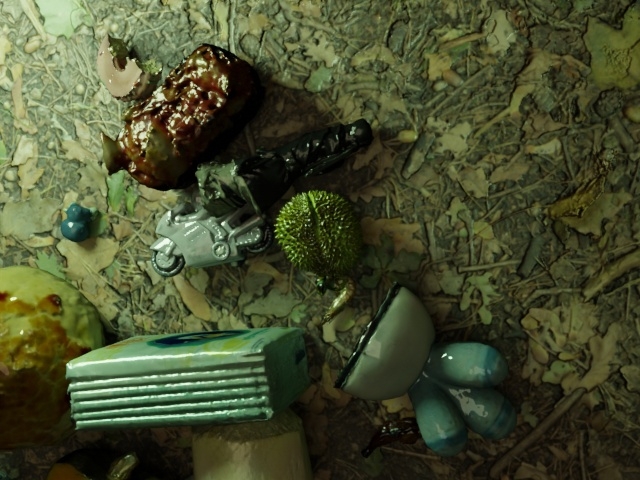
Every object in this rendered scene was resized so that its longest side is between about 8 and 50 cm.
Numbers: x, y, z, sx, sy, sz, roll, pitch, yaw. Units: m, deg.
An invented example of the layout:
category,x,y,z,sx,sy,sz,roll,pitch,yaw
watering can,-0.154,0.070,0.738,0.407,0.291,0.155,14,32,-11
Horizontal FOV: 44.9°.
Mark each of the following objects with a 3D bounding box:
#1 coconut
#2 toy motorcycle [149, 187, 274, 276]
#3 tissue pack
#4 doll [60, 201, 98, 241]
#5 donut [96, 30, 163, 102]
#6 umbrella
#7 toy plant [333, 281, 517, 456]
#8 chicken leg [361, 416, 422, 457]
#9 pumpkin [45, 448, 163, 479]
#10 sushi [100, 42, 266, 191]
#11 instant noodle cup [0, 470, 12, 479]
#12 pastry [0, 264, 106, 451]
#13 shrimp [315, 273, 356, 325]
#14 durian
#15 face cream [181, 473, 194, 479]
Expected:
category,x,y,z,sx,sy,sz,roll,pitch,yaw
coconut,-0.134,0.451,1.518,0.239,0.239,0.244,-8,93,13
toy motorcycle,-0.228,-0.025,1.566,0.260,0.110,0.170,-15,80,8
tissue pack,-0.242,0.263,1.496,0.388,0.287,0.162,-6,89,13
doll,-0.523,-0.039,1.653,0.076,0.050,0.083,19,100,14
donut,-0.394,-0.338,1.576,0.166,0.065,0.117,44,120,26
umbrella,-0.065,-0.145,1.488,0.358,0.106,0.113,-21,124,-1
toy plant,0.217,0.256,1.437,0.332,0.247,0.247,31,100,4
chicken leg,0.144,0.393,1.557,0.145,0.037,0.062,-18,104,11
pumpkin,-0.431,0.531,1.590,0.317,0.139,0.221,20,101,35
sushi,-0.275,-0.238,1.517,0.343,0.182,0.196,-45,78,9
instant noodle cup,-0.757,0.570,1.702,0.178,0.208,0.125,14,83,37
pastry,-0.625,0.243,1.565,0.389,0.313,0.388,1,92,16
shrimp,0.018,0.113,1.563,0.083,0.023,0.114,34,95,11
durian,0.009,-0.012,1.494,0.159,0.146,0.198,-39,106,21
face cream,-0.354,0.595,1.656,0.314,0.089,0.143,-34,86,19
